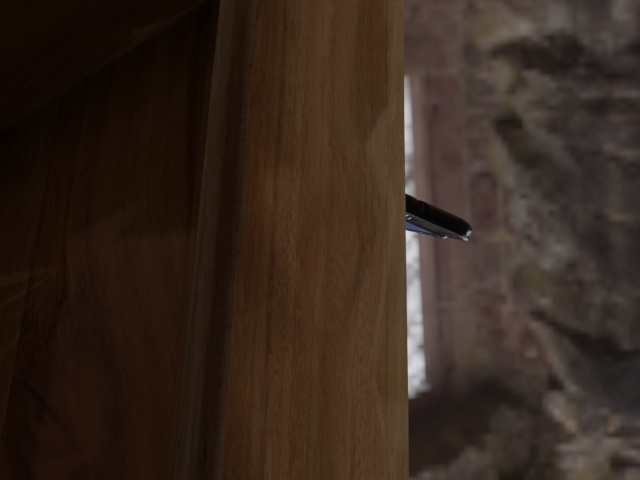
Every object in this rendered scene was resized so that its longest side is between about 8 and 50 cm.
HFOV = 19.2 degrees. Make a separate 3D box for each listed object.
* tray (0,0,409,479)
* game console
[{"bbox_3d":[-0.075,0.061,0.482,0.203,0.076,0.411,-28,-142,28],"label":"tray"},{"bbox_3d":[0.000,0.000,1.001,0.107,0.071,0.122,23,176,-29],"label":"game console"}]
